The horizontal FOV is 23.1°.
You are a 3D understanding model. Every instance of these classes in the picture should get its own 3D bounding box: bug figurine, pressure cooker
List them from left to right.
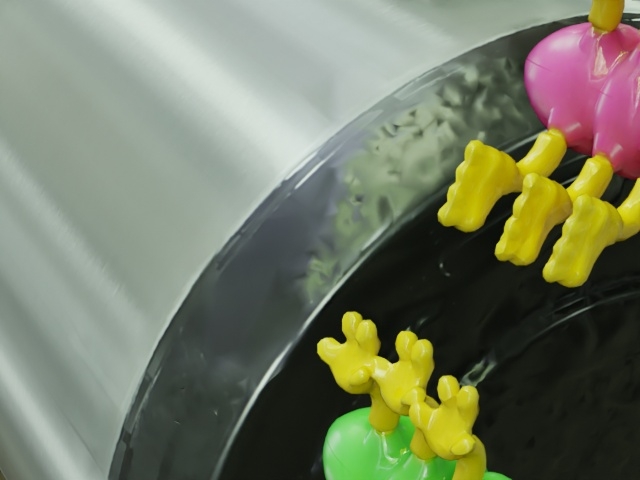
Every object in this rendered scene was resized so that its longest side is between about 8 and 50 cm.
[{"bbox_3d":[-0.003,0.005,0.733,0.420,0.375,0.370,43,-12,50],"label":"pressure cooker"},{"bbox_3d":[0.100,0.048,0.355,0.216,0.279,0.072,35,17,34],"label":"bug figurine"}]
